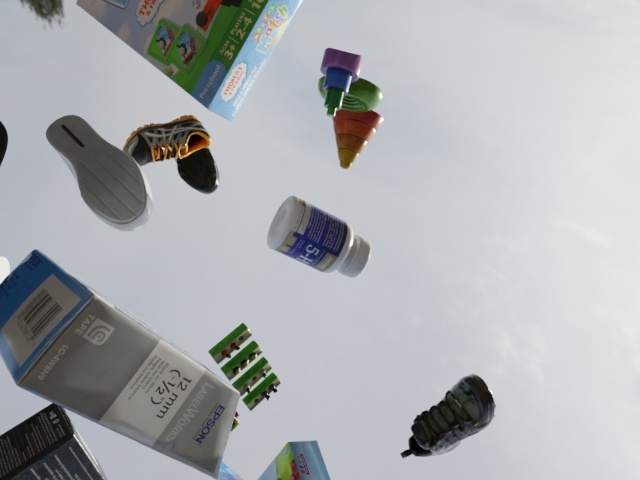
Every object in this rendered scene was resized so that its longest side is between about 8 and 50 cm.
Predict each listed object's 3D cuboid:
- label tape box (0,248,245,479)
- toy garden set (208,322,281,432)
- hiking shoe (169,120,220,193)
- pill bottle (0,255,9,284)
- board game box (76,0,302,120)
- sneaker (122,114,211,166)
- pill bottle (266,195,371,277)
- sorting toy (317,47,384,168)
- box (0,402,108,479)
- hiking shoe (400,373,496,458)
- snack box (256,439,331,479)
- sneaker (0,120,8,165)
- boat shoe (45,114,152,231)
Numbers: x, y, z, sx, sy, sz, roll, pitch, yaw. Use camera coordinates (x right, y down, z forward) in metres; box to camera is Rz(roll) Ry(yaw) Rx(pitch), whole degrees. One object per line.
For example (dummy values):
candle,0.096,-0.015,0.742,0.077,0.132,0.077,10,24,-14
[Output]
label tape box,-0.237,0.173,0.637,0.249,0.348,0.115,14,-116,47
toy garden set,-0.211,0.359,1.200,0.203,0.244,0.049,-39,-141,-22
hiking shoe,-0.357,-0.231,1.402,0.113,0.132,0.304,-41,-122,3
pill bottle,-0.715,0.051,0.871,0.245,0.136,0.136,13,-141,-10
board game box,-0.112,-0.227,0.418,0.211,0.160,0.039,40,-165,24
sneaker,-0.338,-0.213,1.071,0.083,0.084,0.214,40,-125,21
pill bottle,0.000,0.000,0.945,0.186,0.112,0.112,25,-144,-19
sorting toy,0.048,-0.229,0.938,0.126,0.126,0.365,13,177,10
box,-0.465,0.387,0.754,0.207,0.153,0.108,-31,-146,-30
hiking shoe,0.223,0.326,0.855,0.114,0.227,0.086,-12,-134,-33
snack box,-0.052,0.482,0.834,0.070,0.207,0.175,13,-148,-34
sneaker,-0.621,-0.060,0.777,0.178,0.123,0.296,-13,-124,43
boat shoe,-0.382,-0.116,0.868,0.109,0.094,0.302,-38,-117,-12
